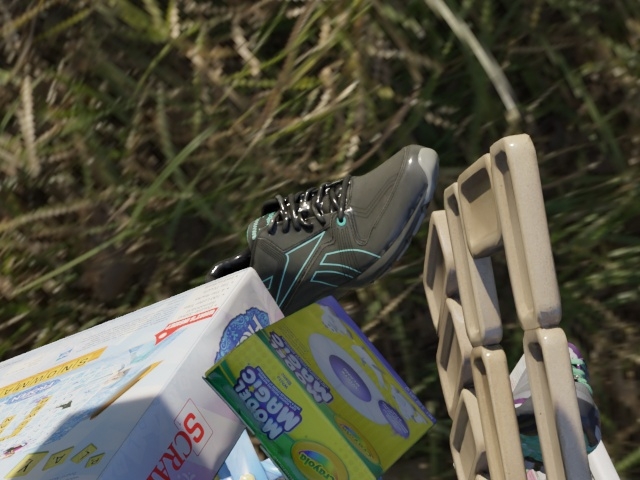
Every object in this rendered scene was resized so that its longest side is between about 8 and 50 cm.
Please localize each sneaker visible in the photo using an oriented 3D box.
[{"bbox_3d":[0.000,0.000,1.541,0.106,0.267,0.101,35,35,-14],"label":"sneaker"},{"bbox_3d":[0.171,0.114,1.334,0.083,0.223,0.098,15,76,2],"label":"sneaker"}]

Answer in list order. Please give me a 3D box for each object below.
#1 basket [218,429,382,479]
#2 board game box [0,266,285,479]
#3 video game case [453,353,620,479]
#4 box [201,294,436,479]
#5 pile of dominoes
[{"bbox_3d":[-0.043,0.233,1.406,0.201,0.255,0.289,-27,62,-8],"label":"basket"},{"bbox_3d":[-0.204,0.166,1.056,0.066,0.319,0.318,58,35,-17],"label":"board game box"},{"bbox_3d":[0.207,0.230,1.694,0.023,0.193,0.212,9,38,-26],"label":"video game case"},{"bbox_3d":[0.001,0.091,0.981,0.043,0.179,0.105,-42,85,18],"label":"box"},{"bbox_3d":[0.084,0.098,0.605,0.040,0.196,0.251,-9,86,-6],"label":"pile of dominoes"}]
